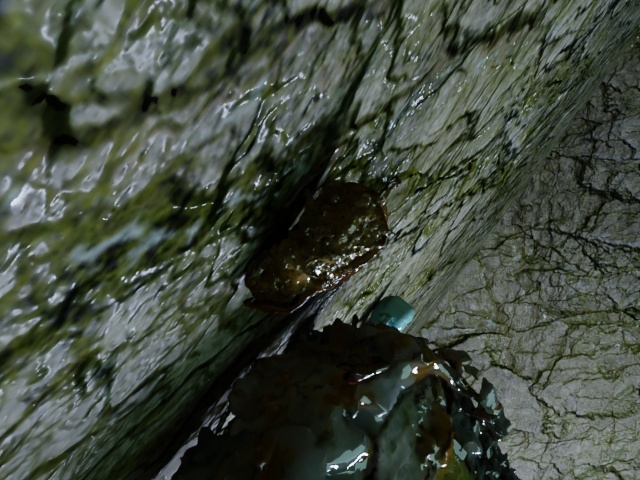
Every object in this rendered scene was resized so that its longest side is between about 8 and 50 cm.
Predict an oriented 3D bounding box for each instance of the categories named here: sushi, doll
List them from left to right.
[{"bbox_3d":[0.003,0.003,0.382,0.118,0.061,0.060,-54,177,5],"label":"sushi"},{"bbox_3d":[0.043,0.268,0.562,0.176,0.417,0.417,-6,-148,52],"label":"sushi"},{"bbox_3d":[0.090,0.155,0.992,0.158,0.059,0.159,-56,164,17],"label":"doll"}]

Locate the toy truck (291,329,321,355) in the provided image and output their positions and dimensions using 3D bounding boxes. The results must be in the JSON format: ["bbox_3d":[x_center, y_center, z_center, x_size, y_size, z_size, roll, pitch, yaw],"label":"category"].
[{"bbox_3d":[-0.014,0.150,0.678,0.063,0.052,0.123,-36,156,-38],"label":"toy truck"}]
